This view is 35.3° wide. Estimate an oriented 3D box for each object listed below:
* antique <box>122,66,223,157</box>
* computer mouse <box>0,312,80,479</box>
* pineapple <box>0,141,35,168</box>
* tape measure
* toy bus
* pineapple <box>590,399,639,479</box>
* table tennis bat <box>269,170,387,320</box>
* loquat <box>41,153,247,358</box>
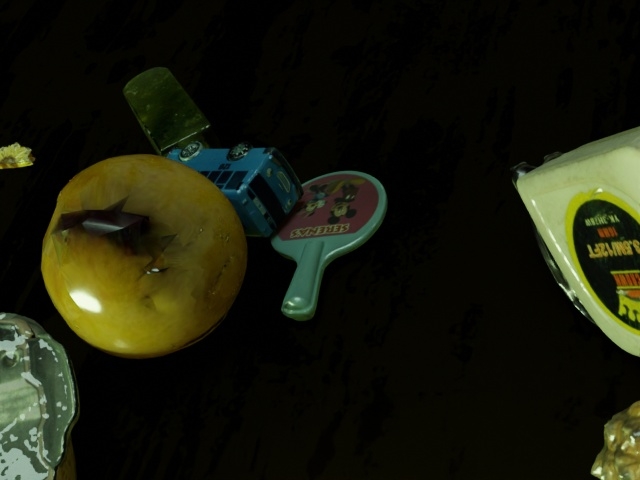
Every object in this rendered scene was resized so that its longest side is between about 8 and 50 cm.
[{"bbox_3d":[-0.212,-0.169,1.443,0.081,0.080,0.221,-28,42,-8],"label":"antique"},{"bbox_3d":[-0.341,0.247,1.063,0.200,0.115,0.389,-11,54,-2],"label":"computer mouse"},{"bbox_3d":[-0.476,-0.130,1.557,0.083,0.019,0.045,-6,51,16],"label":"pineapple"},{"bbox_3d":[0.317,0.005,0.965,0.133,0.231,0.271,-26,4,-19],"label":"tape measure"},{"bbox_3d":[-0.124,-0.061,1.273,0.185,0.090,0.106,3,49,38],"label":"toy bus"},{"bbox_3d":[0.308,0.281,0.730,0.169,0.169,0.340,-13,51,10],"label":"pineapple"},{"bbox_3d":[0.000,0.000,1.219,0.153,0.040,0.244,-5,42,23],"label":"table tennis bat"},{"bbox_3d":[-0.197,0.017,1.142,0.235,0.235,0.235,-12,44,12],"label":"loquat"}]
